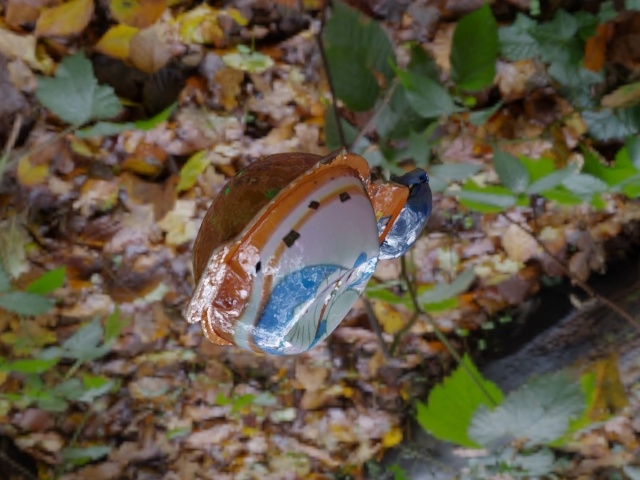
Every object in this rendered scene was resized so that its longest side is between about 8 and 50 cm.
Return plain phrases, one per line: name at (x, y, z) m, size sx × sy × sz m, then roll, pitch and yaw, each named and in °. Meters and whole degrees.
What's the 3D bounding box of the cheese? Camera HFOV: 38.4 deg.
cheese at (0.000, 0.000, 0.839) m, size 0.329 × 0.129 × 0.217 m, roll -18°, pitch 143°, yaw -53°
